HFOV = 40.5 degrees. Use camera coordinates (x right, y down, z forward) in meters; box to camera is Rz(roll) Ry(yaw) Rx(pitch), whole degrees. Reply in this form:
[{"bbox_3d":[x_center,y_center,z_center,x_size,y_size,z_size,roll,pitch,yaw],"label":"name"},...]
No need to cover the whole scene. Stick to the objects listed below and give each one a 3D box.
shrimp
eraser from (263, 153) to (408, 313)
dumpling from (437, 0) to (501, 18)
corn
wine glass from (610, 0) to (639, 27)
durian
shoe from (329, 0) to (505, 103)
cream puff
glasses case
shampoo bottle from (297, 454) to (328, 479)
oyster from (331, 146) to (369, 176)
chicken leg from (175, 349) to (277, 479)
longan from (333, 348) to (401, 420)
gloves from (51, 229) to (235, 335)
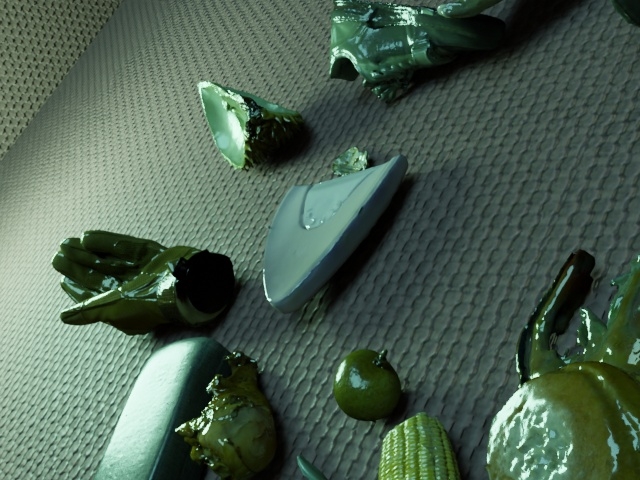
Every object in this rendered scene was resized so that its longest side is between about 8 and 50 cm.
[{"bbox_3d":[0.258,0.059,0.777,0.173,0.058,0.253,-12,46,55],"label":"shrimp"},{"bbox_3d":[0.001,0.001,1.134,0.204,0.059,0.243,-12,42,42],"label":"eraser"},{"bbox_3d":[0.290,-0.395,1.156,0.332,0.086,0.166,-22,28,-2],"label":"dumpling"},{"bbox_3d":[0.088,0.232,0.766,0.085,0.063,0.165,-56,21,32],"label":"corn"},{"bbox_3d":[0.476,-0.354,0.817,0.406,0.267,0.267,-6,49,54],"label":"wine glass"},{"bbox_3d":[-0.127,-0.196,1.438,0.144,0.139,0.252,-49,32,4],"label":"durian"},{"bbox_3d":[0.130,-0.270,1.273,0.293,0.109,0.149,20,108,38],"label":"shoe"},{"bbox_3d":[0.196,0.161,0.602,0.150,0.115,0.165,-58,24,30],"label":"cream puff"},{"bbox_3d":[-0.203,0.268,1.054,0.131,0.074,0.323,-17,42,37],"label":"glasses case"},{"bbox_3d":[-0.071,0.303,0.867,0.204,0.065,0.065,-43,31,5],"label":"shampoo bottle"},{"bbox_3d":[0.048,-0.107,1.242,0.054,0.019,0.083,-46,29,-3],"label":"oyster"},{"bbox_3d":[-0.104,0.201,1.008,0.101,0.085,0.207,-25,26,8],"label":"chicken leg"},{"bbox_3d":[0.051,0.145,0.892,0.075,0.075,0.083,-104,35,-54],"label":"longan"},{"bbox_3d":[-0.274,0.068,1.310,0.331,0.141,0.154,0,78,38],"label":"gloves"}]
